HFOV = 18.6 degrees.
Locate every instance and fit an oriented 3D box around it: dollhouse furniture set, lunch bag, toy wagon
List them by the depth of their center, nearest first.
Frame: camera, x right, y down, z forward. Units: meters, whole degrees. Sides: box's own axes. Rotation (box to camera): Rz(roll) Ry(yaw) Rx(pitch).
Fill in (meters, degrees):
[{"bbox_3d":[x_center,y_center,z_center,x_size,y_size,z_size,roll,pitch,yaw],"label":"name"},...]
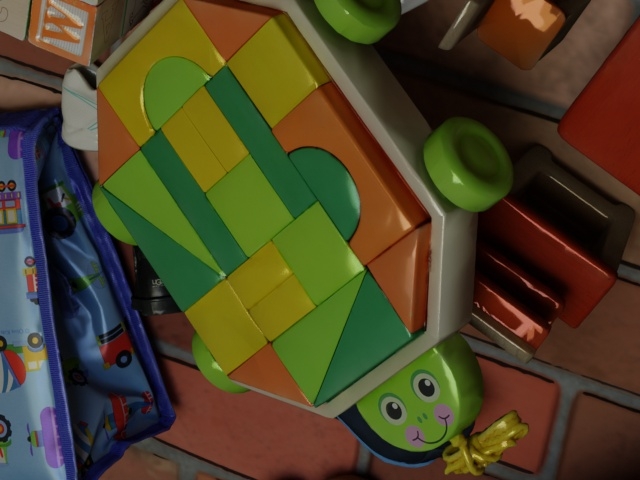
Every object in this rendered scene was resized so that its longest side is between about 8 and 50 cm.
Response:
[{"bbox_3d":[0.183,-0.057,1.169,0.262,0.135,0.259,36,128,3],"label":"dollhouse furniture set"},{"bbox_3d":[0.000,0.000,1.193,0.267,0.068,0.344,-39,82,41],"label":"toy wagon"},{"bbox_3d":[-0.266,0.033,1.470,0.221,0.138,0.293,-4,108,31],"label":"lunch bag"}]

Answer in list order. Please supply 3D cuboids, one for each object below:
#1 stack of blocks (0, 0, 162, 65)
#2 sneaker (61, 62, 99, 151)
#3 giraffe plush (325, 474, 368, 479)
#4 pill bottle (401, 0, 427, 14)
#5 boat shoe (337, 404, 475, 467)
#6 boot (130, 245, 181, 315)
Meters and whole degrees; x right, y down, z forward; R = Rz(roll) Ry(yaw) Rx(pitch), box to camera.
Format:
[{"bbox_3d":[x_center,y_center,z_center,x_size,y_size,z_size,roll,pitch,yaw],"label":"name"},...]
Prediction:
[{"bbox_3d":[-0.116,-0.276,1.164,0.087,0.171,0.297,23,126,12],"label":"stack of blocks"},{"bbox_3d":[-0.117,-0.090,1.354,0.152,0.054,0.061,9,120,23],"label":"sneaker"},{"bbox_3d":[0.008,0.302,1.457,0.181,0.170,0.210,-8,115,30],"label":"giraffe plush"},{"bbox_3d":[0.018,-0.222,1.178,0.094,0.094,0.169,-19,110,34],"label":"pill bottle"},{"bbox_3d":[0.011,0.048,1.351,0.258,0.109,0.089,38,149,-17],"label":"boat shoe"},{"bbox_3d":[-0.117,0.002,1.403,0.045,0.121,0.099,-4,91,-6],"label":"boot"}]
